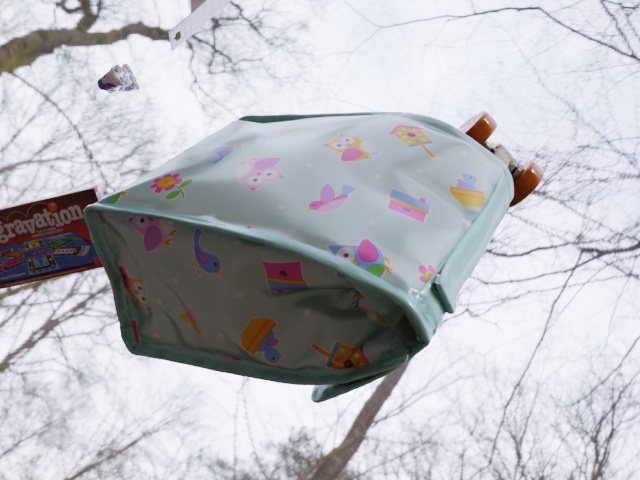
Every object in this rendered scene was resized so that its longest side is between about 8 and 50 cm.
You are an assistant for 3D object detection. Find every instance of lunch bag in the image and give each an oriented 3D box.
[{"bbox_3d":[0.000,0.000,0.599,0.262,0.223,0.160,6,-60,28],"label":"lunch bag"}]

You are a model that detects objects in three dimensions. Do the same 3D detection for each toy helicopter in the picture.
[{"bbox_3d":[0.198,-0.074,1.326,0.140,0.355,0.235,44,-96,-8],"label":"toy helicopter"}]

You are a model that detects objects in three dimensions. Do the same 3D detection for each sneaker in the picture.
[{"bbox_3d":[-0.485,-0.381,1.861,0.071,0.170,0.068,-24,-87,9],"label":"sneaker"}]

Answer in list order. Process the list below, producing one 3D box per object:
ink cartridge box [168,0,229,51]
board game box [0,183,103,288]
[{"bbox_3d":[-0.261,-0.488,1.642,0.179,0.145,0.045,-41,-87,-8],"label":"ink cartridge box"},{"bbox_3d":[-0.502,-0.001,1.389,0.281,0.027,0.145,-12,-71,10],"label":"board game box"}]
